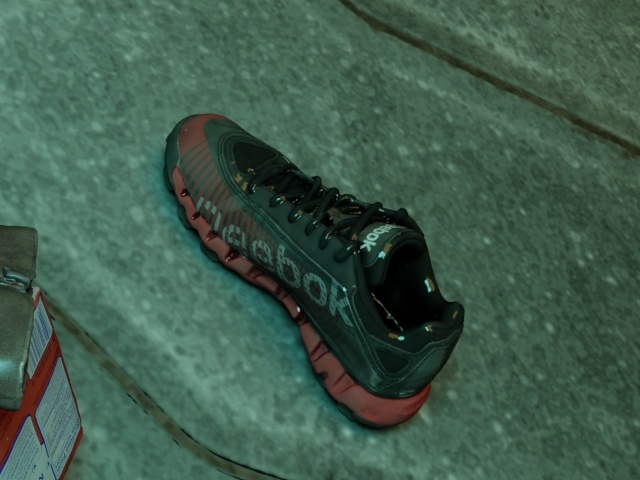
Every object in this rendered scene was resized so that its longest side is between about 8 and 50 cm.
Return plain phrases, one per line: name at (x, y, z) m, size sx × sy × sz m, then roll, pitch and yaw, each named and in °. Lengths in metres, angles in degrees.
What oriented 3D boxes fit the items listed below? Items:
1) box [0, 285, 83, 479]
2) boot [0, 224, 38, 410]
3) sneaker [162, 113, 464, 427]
box at (-0.230, 0.147, 0.730) m, size 0.123 × 0.128 × 0.256 m, roll 7°, pitch 46°, yaw 13°
boot at (-0.254, -0.002, 0.745) m, size 0.207 × 0.090 × 0.248 m, roll 3°, pitch 41°, yaw -16°
sneaker at (0.000, 0.000, 1.025) m, size 0.276 × 0.135 × 0.098 m, roll 49°, pitch 47°, yaw 7°
